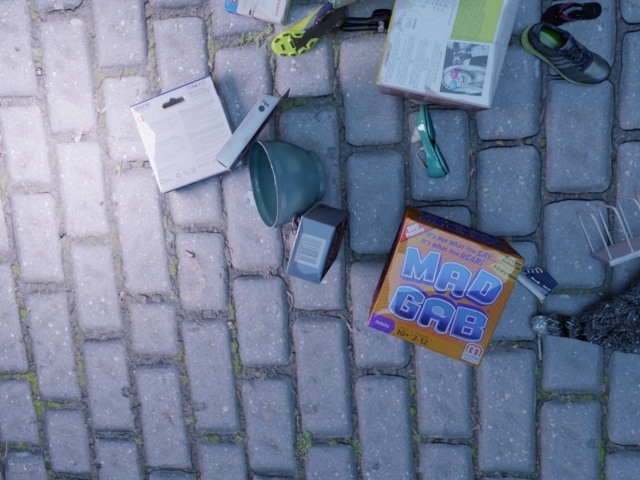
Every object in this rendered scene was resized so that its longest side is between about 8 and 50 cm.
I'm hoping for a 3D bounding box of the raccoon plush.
[{"bbox_3d":[0.945,0.196,1.770,0.446,0.216,0.299,7,93,7],"label":"raccoon plush"}]

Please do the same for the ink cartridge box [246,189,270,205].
[{"bbox_3d":[-0.222,-0.149,1.961,0.083,0.028,0.048,15,102,6],"label":"ink cartridge box"}]

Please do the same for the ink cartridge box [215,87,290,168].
[{"bbox_3d":[-0.225,-0.381,1.813,0.065,0.165,0.332,38,88,-7],"label":"ink cartridge box"}]

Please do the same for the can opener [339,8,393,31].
[{"bbox_3d":[0.151,-0.718,1.798,0.186,0.073,0.059,-4,138,12],"label":"can opener"}]

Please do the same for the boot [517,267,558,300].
[{"bbox_3d":[0.715,0.115,1.855,0.190,0.069,0.086,40,96,-8],"label":"boot"}]

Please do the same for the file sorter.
[{"bbox_3d":[0.995,-0.059,1.715,0.278,0.193,0.173,-22,93,12],"label":"file sorter"}]

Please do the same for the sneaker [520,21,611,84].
[{"bbox_3d":[0.767,-0.579,1.688,0.300,0.121,0.111,29,103,2],"label":"sneaker"}]

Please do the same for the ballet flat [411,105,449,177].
[{"bbox_3d":[0.353,-0.323,1.821,0.087,0.083,0.247,-18,95,25],"label":"ballet flat"}]

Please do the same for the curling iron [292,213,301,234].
[{"bbox_3d":[-0.063,-0.039,1.836,0.035,0.274,0.068,6,84,6],"label":"curling iron"}]

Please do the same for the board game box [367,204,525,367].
[{"bbox_3d":[0.385,0.127,1.753,0.356,0.356,0.356,20,102,5],"label":"board game box"}]

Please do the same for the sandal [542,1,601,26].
[{"bbox_3d":[0.789,-0.716,1.702,0.179,0.040,0.067,-6,99,9],"label":"sandal"}]

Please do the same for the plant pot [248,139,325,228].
[{"bbox_3d":[-0.104,-0.201,1.824,0.196,0.293,0.293,-12,99,-21],"label":"plant pot"}]

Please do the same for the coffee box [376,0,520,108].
[{"bbox_3d":[0.370,-0.590,1.635,0.334,0.337,0.338,13,102,6],"label":"coffee box"}]

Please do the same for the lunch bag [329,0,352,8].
[{"bbox_3d":[0.110,-0.820,1.651,0.223,0.262,0.160,-19,133,0],"label":"lunch bag"}]

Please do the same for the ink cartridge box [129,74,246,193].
[{"bbox_3d":[-0.470,-0.373,1.938,0.324,0.071,0.330,-17,95,10],"label":"ink cartridge box"}]

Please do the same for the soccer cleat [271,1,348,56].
[{"bbox_3d":[-0.033,-0.703,1.809,0.289,0.121,0.093,-20,125,29],"label":"soccer cleat"}]

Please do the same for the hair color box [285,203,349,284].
[{"bbox_3d":[0.000,0.000,1.777,0.114,0.374,0.185,18,102,6],"label":"hair color box"}]

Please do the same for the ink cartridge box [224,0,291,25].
[{"bbox_3d":[-0.200,-0.815,1.809,0.203,0.086,0.148,16,102,5],"label":"ink cartridge box"}]
